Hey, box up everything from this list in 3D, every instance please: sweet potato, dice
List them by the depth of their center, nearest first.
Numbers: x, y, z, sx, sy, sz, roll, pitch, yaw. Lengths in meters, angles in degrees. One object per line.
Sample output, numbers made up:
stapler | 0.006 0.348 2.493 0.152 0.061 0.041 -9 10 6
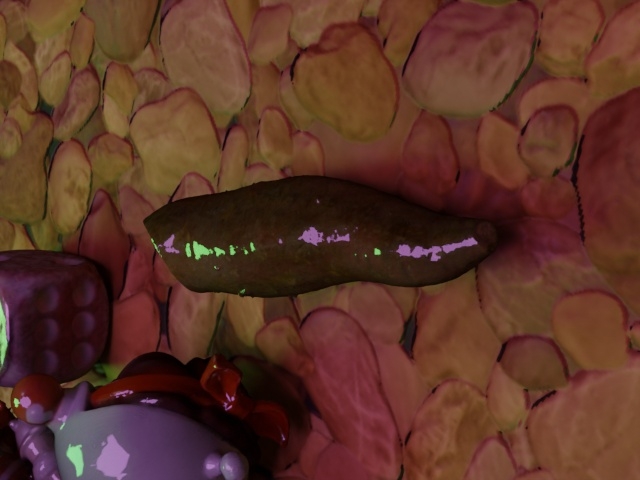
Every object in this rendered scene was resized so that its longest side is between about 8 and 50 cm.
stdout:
sweet potato | 0.000 0.000 0.608 0.243 0.077 0.077 -1 94 32
dice | -0.227 0.059 0.788 0.091 0.094 0.093 12 104 38

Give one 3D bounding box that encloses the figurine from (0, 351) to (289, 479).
figurine | -0.129 0.145 0.670 0.226 0.160 0.183 -33 108 20
